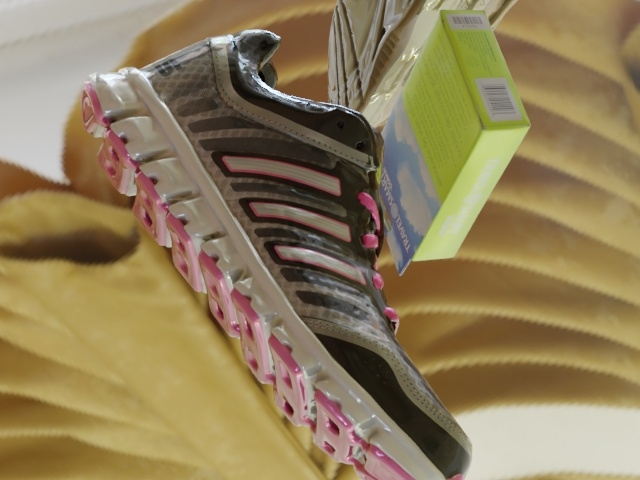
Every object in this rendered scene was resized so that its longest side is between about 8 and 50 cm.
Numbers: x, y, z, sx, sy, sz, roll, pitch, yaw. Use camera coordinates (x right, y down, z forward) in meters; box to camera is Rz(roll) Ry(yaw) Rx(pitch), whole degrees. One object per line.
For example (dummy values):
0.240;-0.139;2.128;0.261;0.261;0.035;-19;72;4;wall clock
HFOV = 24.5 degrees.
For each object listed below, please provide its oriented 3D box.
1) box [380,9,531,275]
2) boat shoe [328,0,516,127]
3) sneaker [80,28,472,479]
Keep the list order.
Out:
0.087;-0.067;1.065;0.042;0.178;0.109;-3;-123;-21;box
0.089;-0.172;1.197;0.110;0.341;0.122;1;-108;-17;boat shoe
0.000;0.000;0.447;0.074;0.063;0.170;-34;-109;-14;sneaker
